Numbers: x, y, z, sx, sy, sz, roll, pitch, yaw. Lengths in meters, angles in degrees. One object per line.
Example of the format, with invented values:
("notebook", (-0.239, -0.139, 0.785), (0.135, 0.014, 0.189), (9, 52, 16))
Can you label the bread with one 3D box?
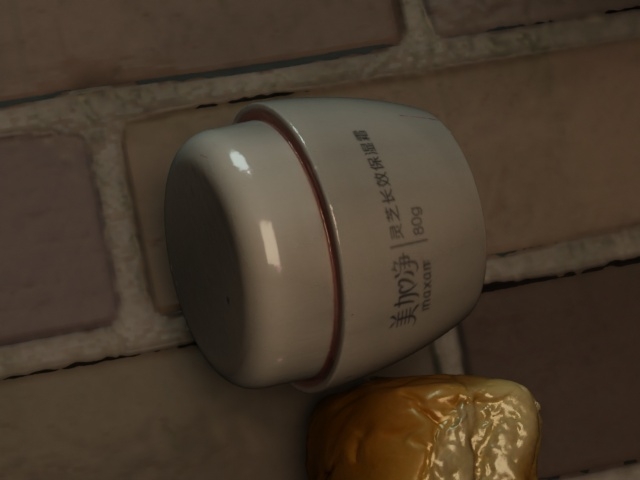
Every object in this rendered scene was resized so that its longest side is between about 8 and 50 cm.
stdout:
("bread", (0.037, 0.112, 0.704), (0.082, 0.106, 0.125), (6, 77, -12))

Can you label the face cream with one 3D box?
("face cream", (0.000, 0.000, 0.710), (0.104, 0.117, 0.117), (-12, 83, -24))
